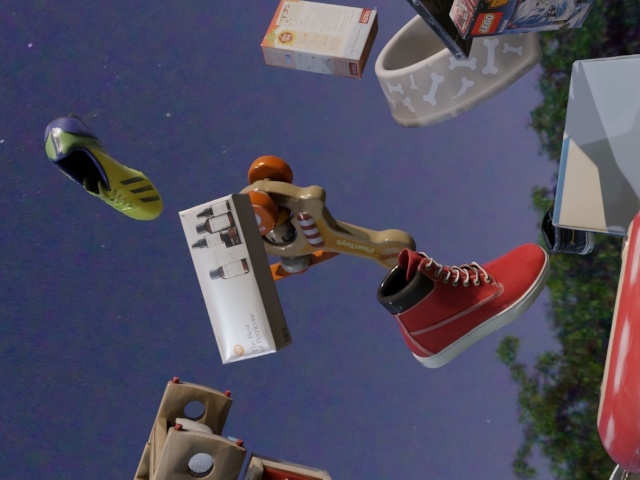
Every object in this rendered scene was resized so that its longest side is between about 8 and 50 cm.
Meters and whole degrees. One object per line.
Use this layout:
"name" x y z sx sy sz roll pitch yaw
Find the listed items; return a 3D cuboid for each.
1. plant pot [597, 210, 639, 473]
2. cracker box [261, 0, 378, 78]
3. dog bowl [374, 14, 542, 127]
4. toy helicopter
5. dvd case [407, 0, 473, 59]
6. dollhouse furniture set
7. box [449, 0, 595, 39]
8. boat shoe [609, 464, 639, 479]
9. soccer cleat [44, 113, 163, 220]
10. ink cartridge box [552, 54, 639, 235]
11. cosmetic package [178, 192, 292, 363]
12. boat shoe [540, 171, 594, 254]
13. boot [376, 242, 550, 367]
"plant pot" 0.258 0.069 0.404 0.191 0.174 0.191 8 -90 -66
"cracker box" 0.001 -0.459 1.600 0.067 0.232 0.156 77 -151 -59
"dog bowl" 0.247 -0.347 1.232 0.102 0.349 0.349 51 -122 -24
"toy helicopter" 0.000 0.000 1.319 0.355 0.235 0.140 14 -137 3
"dvd case" 0.139 -0.335 0.770 0.164 0.018 0.221 34 -116 -39
"dollhouse furniture set" -0.066 0.223 0.633 0.183 0.129 0.129 18 -87 -15
"box" 0.143 -0.186 0.425 0.094 0.137 0.027 -10 -120 -17
"boat shoe" 0.403 0.192 0.751 0.335 0.121 0.119 -42 -56 -21
"soccer cleat" -0.381 -0.101 1.254 0.289 0.093 0.121 51 -164 -51
"ink cartridge box" 0.461 -0.111 0.985 0.307 0.129 0.223 5 -88 -46
"cosmetic package" -0.128 0.057 1.057 0.060 0.099 0.239 -16 -90 -65
"boat shoe" 0.459 -0.063 1.335 0.083 0.065 0.183 2 -112 -14
"boot" 0.202 0.048 0.990 0.244 0.088 0.176 -36 -60 -5
